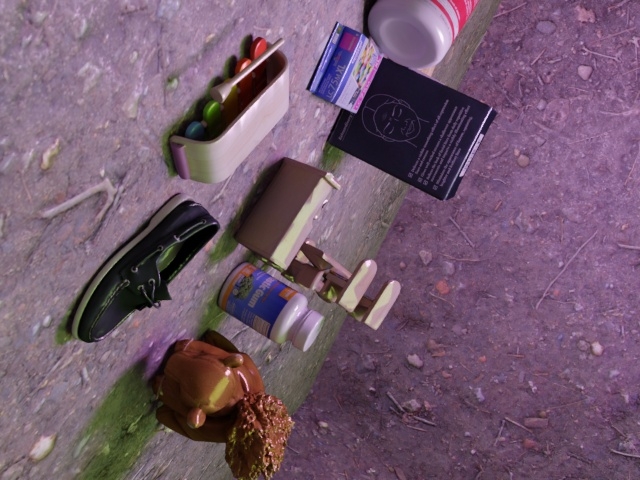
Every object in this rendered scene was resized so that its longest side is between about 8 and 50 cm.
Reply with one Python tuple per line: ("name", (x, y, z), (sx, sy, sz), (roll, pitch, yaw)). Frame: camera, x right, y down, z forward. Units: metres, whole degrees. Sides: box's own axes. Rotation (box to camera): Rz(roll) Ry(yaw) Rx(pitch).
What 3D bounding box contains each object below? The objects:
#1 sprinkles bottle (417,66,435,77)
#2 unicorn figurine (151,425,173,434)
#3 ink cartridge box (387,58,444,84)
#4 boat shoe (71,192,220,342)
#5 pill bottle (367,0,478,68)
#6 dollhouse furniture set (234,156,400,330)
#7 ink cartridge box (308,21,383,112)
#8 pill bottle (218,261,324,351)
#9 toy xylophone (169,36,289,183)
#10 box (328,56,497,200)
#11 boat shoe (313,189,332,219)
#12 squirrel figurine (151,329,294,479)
("sprinkles bottle", (0.342, -0.630, 2.106), (0.121, 0.121, 0.356), (-46, 159, -46))
("unicorn figurine", (-0.398, 0.482, 1.787), (0.162, 0.060, 0.111), (-35, 151, -60))
("ink cartridge box", (0.292, -0.474, 2.053), (0.045, 0.206, 0.208), (-50, 163, -26))
("boat shoe", (-0.310, 0.064, 1.163), (0.340, 0.113, 0.127), (-53, 164, -30))
("pill bottle", (0.317, -0.681, 1.677), (0.408, 0.228, 0.229), (-57, 166, -17))
("dollhouse furniture set", (0.000, 0.000, 1.688), (0.394, 0.362, 0.257), (39, 80, -46))
("ink cartridge box", (0.073, -0.444, 1.645), (0.186, 0.065, 0.311), (-64, 164, 12))
("pill bottle", (-0.130, 0.187, 1.715), (0.152, 0.271, 0.152), (-56, 165, -22))
("toy xylophone", (-0.150, -0.256, 1.167), (0.323, 0.081, 0.236), (-51, 163, -36))
("box", (0.276, -0.338, 1.868), (0.294, 0.395, 0.212), (-64, 166, 15))
("boat shoe", (-0.006, -0.125, 2.030), (0.133, 0.048, 0.042), (-63, -164, -21))
("squirrel figurine", (-0.223, 0.393, 1.539), (0.281, 0.397, 0.370), (-50, 172, -21))
